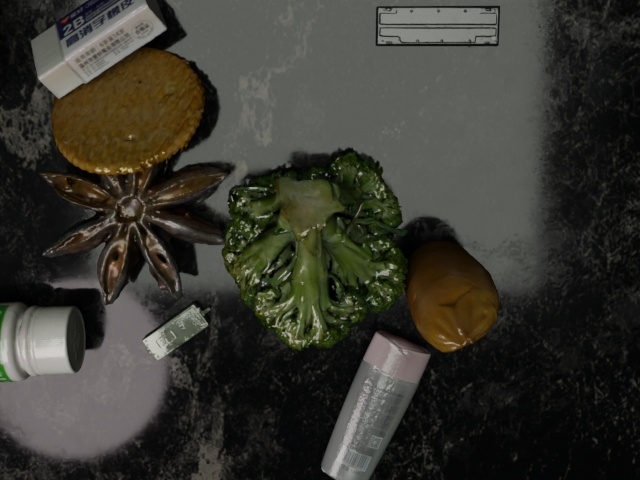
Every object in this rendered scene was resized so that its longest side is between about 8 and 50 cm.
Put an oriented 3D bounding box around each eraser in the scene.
[{"bbox_3d":[-0.355,-0.329,1.377,0.210,0.124,0.068,-32,138,7],"label":"eraser"}]

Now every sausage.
[{"bbox_3d":[0.195,0.079,1.321,0.134,0.354,0.116,-25,98,3],"label":"sausage"}]

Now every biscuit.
[{"bbox_3d":[-0.306,-0.207,1.377,0.254,0.035,0.254,-2,61,4],"label":"biscuit"}]

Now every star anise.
[{"bbox_3d":[-0.305,-0.049,1.432,0.331,0.117,0.332,0,92,2],"label":"star anise"}]

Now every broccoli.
[{"bbox_3d":[0.000,0.000,1.348,0.303,0.283,0.321,-26,69,-8],"label":"broccoli"}]

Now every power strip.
[{"bbox_3d":[-0.247,0.156,1.514,0.136,0.019,0.051,-36,96,7],"label":"power strip"}]

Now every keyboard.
[{"bbox_3d":[0.192,-0.351,1.420,0.202,0.011,0.067,0,98,1],"label":"keyboard"}]

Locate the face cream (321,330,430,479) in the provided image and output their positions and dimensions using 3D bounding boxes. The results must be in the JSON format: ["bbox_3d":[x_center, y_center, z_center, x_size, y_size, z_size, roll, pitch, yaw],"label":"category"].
[{"bbox_3d":[0.093,0.294,1.505,0.107,0.073,0.269,22,100,-8],"label":"face cream"}]

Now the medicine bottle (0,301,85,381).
[{"bbox_3d":[-0.529,0.173,1.464,0.236,0.139,0.139,-1,100,1],"label":"medicine bottle"}]
